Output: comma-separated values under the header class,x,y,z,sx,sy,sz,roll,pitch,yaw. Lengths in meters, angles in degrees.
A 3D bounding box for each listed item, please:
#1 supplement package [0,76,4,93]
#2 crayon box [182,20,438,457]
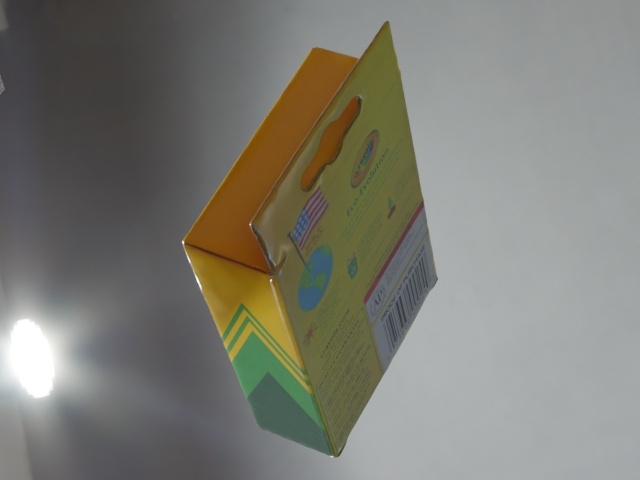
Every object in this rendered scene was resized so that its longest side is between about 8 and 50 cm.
class,x,y,z,sx,sy,sz,roll,pitch,yaw
supplement package,-0.485,-0.249,1.598,0.139,0.134,0.244,-66,-30,-54
crayon box,0.000,0.000,1.055,0.202,0.081,0.318,-58,-27,-28
